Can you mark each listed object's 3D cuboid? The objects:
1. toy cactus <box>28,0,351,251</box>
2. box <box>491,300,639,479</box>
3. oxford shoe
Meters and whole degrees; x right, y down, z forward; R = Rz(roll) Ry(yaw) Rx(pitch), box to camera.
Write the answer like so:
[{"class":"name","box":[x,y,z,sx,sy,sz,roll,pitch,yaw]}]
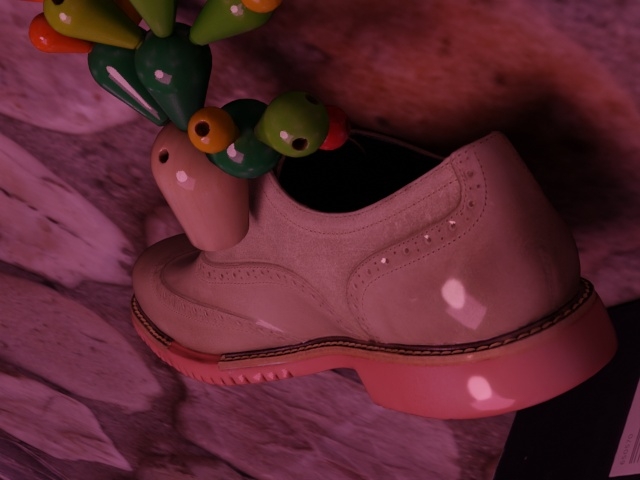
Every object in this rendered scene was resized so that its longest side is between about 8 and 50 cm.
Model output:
[{"class":"toy cactus","box":[-0.064,-0.077,0.673,0.219,0.112,0.180,24,144,31]},{"class":"box","box":[0.311,0.168,0.728,0.312,0.179,0.343,32,154,-17]},{"class":"oxford shoe","box":[0.000,0.000,0.795,0.397,0.140,0.147,-1,113,51]}]
